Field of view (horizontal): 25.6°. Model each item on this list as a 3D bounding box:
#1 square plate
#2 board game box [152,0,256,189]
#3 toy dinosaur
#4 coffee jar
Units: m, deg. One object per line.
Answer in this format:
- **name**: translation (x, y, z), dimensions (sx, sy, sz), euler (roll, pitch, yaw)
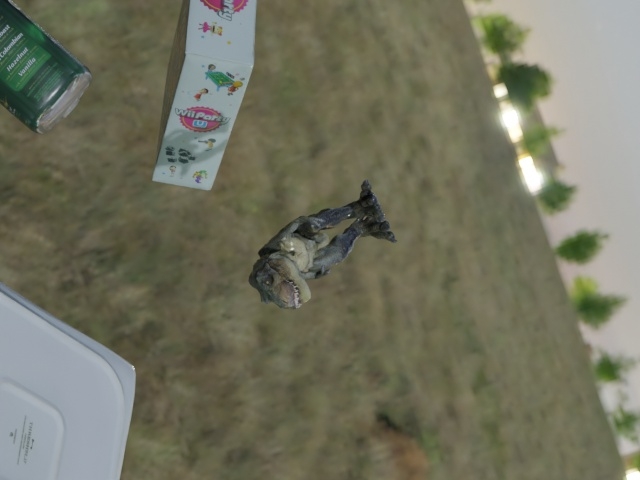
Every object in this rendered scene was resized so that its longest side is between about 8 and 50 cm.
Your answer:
- **square plate**: translation (-0.300, 0.198, 1.340), dimensions (0.344, 0.049, 0.347), euler (42, 42, -43)
- **board game box**: translation (-0.160, -0.247, 1.970), dimensions (0.303, 0.097, 0.224), euler (116, -20, -55)
- **toy dinosaur**: translation (0.000, 0.000, 1.189), dimensions (0.268, 0.118, 0.064), euler (-69, 134, -85)
- **coffee jar**: translation (-0.300, -0.183, 1.281), dimensions (0.184, 0.079, 0.096), euler (40, -2, -3)
